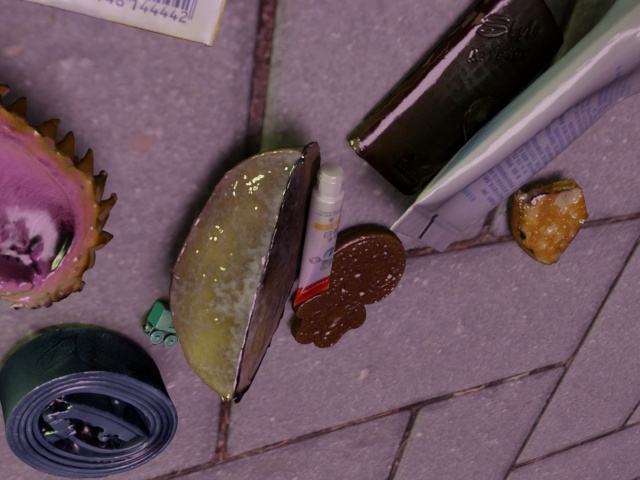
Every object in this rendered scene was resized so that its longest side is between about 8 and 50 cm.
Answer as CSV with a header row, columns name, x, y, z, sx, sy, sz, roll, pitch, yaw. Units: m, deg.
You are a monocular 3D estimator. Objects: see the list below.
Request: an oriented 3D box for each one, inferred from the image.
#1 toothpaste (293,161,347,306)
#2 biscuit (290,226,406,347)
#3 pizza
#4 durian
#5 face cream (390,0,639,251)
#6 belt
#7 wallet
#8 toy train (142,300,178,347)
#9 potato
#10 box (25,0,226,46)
name,x,y,z,sx,sy,sz,roll,pitch,yaw
toothpaste,0.000,0.000,0.659,0.048,0.031,0.190,-27,146,-29
biscuit,0.028,0.054,0.770,0.124,0.026,0.175,20,115,-36
pizza,0.296,-0.029,0.848,0.099,0.036,0.160,-38,137,4
durian,-0.287,-0.057,0.437,0.341,0.112,0.191,13,111,-47
face cream,0.259,-0.135,0.667,0.420,0.137,0.235,-43,162,12
belt,-0.236,0.171,0.676,0.141,0.082,0.190,-42,135,4
wallet,0.142,-0.150,0.656,0.232,0.031,0.122,-46,133,12
toy train,-0.149,0.095,0.702,0.092,0.029,0.045,24,97,-46
potato,-0.078,0.014,0.646,0.120,0.100,0.261,-37,144,-74
box,-0.166,-0.229,0.358,0.265,0.097,0.168,3,125,-33
